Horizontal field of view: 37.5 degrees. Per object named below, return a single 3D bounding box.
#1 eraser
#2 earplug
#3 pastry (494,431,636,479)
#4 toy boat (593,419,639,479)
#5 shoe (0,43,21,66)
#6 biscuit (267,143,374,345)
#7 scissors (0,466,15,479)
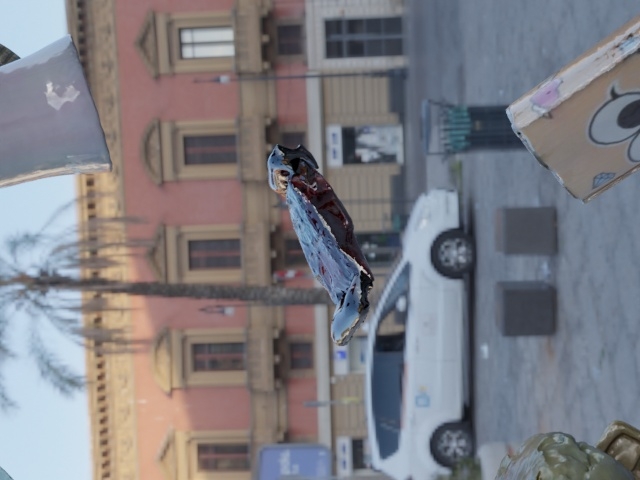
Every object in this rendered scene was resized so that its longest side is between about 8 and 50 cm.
[{"bbox_3d":[0.342,-0.167,0.937,0.171,0.290,0.087,32,-150,-45],"label":"eraser"},{"bbox_3d":[-0.417,-0.124,1.112,0.172,0.301,0.172,163,90,-76],"label":"earplug"},{"bbox_3d":[0.208,0.331,0.871,0.329,0.136,0.329,19,-90,-89],"label":"pastry"},{"bbox_3d":[0.366,0.280,1.004,0.116,0.188,0.061,-59,-13,3],"label":"toy boat"},{"bbox_3d":[-0.568,-0.232,1.305,0.351,0.198,0.172,46,-140,-14],"label":"shoe"},{"bbox_3d":[0.001,-0.001,1.109,0.235,0.063,0.151,62,160,13],"label":"biscuit"},{"bbox_3d":[-0.326,0.206,0.888,0.248,0.017,0.144,38,106,47],"label":"scissors"}]
